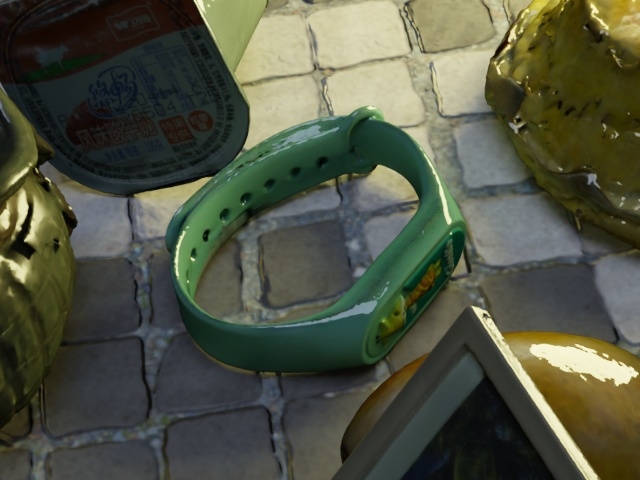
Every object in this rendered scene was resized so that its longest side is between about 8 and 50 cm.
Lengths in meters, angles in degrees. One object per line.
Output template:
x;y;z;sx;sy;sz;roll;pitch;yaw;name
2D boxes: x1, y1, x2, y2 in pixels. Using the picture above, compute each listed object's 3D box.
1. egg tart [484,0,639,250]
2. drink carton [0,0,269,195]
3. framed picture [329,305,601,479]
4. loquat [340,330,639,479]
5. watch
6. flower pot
0.293;-0.135;1.321;0.341;0.132;0.341;-4;47;4;egg tart
-0.138;-0.164;1.363;0.185;0.191;0.189;-17;31;21;drink carton
0.050;0.224;0.940;0.024;0.315;0.232;11;34;-40;framed picture
0.127;0.140;1.063;0.227;0.179;0.179;-6;47;-12;loquat
0.000;0.000;1.275;0.195;0.068;0.237;26;59;29;watch
-0.313;0.000;1.201;0.302;0.213;0.302;-3;49;3;flower pot
